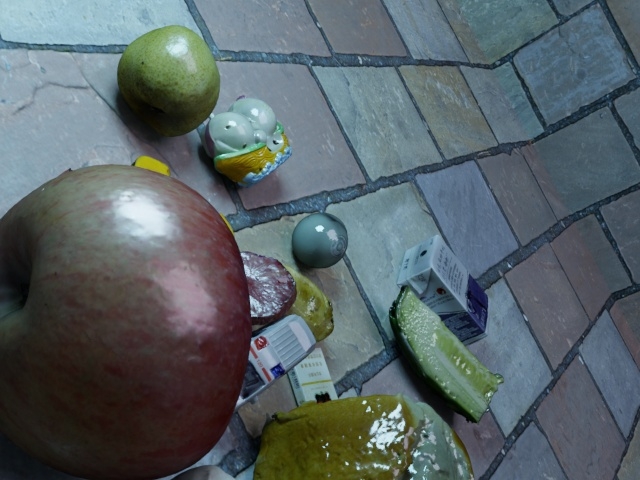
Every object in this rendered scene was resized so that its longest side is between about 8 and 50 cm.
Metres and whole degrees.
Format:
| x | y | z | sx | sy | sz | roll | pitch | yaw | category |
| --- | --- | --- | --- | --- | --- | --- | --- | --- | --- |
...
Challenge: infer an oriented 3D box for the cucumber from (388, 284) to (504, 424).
| x | y | z | sx | sy | sz | roll | pitch | yaw | category |
| --- | --- | --- | --- | --- | --- | --- | --- | --- | --- |
| 0.228 | 0.230 | 1.636 | 0.325 | 0.105 | 0.145 | 47 | 60 | -23 | cucumber |

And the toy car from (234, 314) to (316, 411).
| x | y | z | sx | sy | sz | roll | pitch | yaw | category |
| --- | --- | --- | --- | --- | --- | --- | --- | --- | --- |
| -0.095 | 0.180 | 1.177 | 0.089 | 0.108 | 0.210 | 61 | 31 | 1 | toy car |

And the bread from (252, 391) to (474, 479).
| x | y | z | sx | sy | sz | roll | pitch | yaw | category |
| --- | --- | --- | --- | --- | --- | --- | --- | --- | --- |
| 0.065 | 0.359 | 1.124 | 0.225 | 0.279 | 0.250 | 53 | 29 | -40 | bread |

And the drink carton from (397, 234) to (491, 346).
| x | y | z | sx | sy | sz | roll | pitch | yaw | category |
| --- | --- | --- | --- | --- | --- | --- | --- | --- | --- |
| 0.278 | 0.115 | 1.803 | 0.222 | 0.102 | 0.134 | 50 | 34 | -18 | drink carton |

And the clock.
| x | y | z | sx | sy | sz | roll | pitch | yaw | category |
| --- | --- | --- | --- | --- | --- | --- | --- | --- | --- |
| -0.131 | -0.177 | 1.428 | 0.144 | 0.103 | 0.231 | 54 | 29 | -9 | clock |

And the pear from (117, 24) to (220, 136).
| x | y | z | sx | sy | sz | roll | pitch | yaw | category |
| --- | --- | --- | --- | --- | --- | --- | --- | --- | --- |
| -0.237 | -0.251 | 1.270 | 0.167 | 0.167 | 0.136 | 44 | 61 | -26 | pear |

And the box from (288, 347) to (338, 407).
| x | y | z | sx | sy | sz | roll | pitch | yaw | category |
| --- | --- | --- | --- | --- | --- | --- | --- | --- | --- |
| -0.006 | 0.259 | 1.329 | 0.090 | 0.024 | 0.166 | 6 | 60 | -55 | box |

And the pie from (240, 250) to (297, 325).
| x | y | z | sx | sy | sz | roll | pitch | yaw | category |
| --- | --- | --- | --- | --- | --- | --- | --- | --- | --- |
| -0.109 | 0.074 | 1.247 | 0.155 | 0.036 | 0.154 | 8 | 41 | -7 | pie |

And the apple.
| x | y | z | sx | sy | sz | roll | pitch | yaw | category |
| --- | --- | --- | --- | --- | --- | --- | --- | --- | --- |
| -0.232 | 0.081 | 0.865 | 0.270 | 0.345 | 0.344 | 11 | 54 | -27 | apple |

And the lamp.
| x | y | z | sx | sy | sz | roll | pitch | yaw | category |
| --- | --- | --- | --- | --- | --- | --- | --- | --- | --- |
| 0.000 | 0.000 | 1.474 | 0.105 | 0.105 | 0.105 | 37 | 38 | -36 | lamp |

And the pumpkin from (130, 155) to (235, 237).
| x | y | z | sx | sy | sz | roll | pitch | yaw | category |
| --- | --- | --- | --- | --- | --- | --- | --- | --- | --- |
| -0.222 | -0.024 | 1.159 | 0.183 | 0.108 | 0.119 | 46 | 25 | -10 | pumpkin |

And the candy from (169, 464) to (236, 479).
| x | y | z | sx | sy | sz | roll | pitch | yaw | category |
| --- | --- | --- | --- | --- | --- | --- | --- | --- | --- |
| -0.082 | 0.413 | 0.905 | 0.359 | 0.208 | 0.145 | 45 | 33 | -25 | candy |

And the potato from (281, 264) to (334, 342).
| x | y | z | sx | sy | sz | roll | pitch | yaw | category |
| --- | --- | --- | --- | --- | --- | --- | --- | --- | --- |
| -0.038 | 0.106 | 1.356 | 0.170 | 0.080 | 0.107 | 42 | 23 | -27 | potato |

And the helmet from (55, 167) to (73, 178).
| x | y | z | sx | sy | sz | roll | pitch | yaw | category |
| --- | --- | --- | --- | --- | --- | --- | --- | --- | --- |
| -0.331 | -0.051 | 1.074 | 0.065 | 0.049 | 0.084 | 44 | -19 | 47 | helmet |
